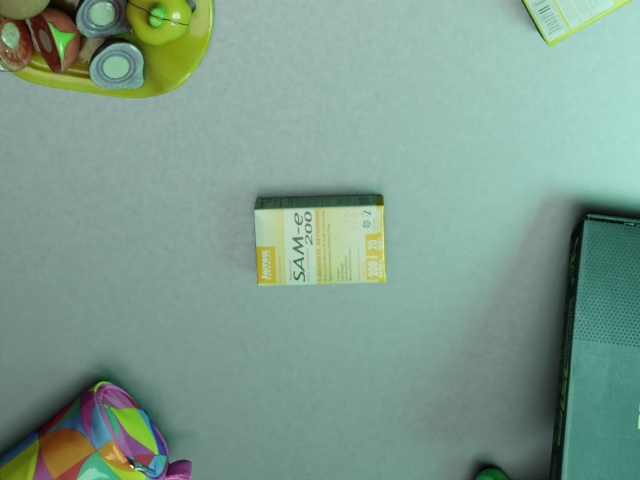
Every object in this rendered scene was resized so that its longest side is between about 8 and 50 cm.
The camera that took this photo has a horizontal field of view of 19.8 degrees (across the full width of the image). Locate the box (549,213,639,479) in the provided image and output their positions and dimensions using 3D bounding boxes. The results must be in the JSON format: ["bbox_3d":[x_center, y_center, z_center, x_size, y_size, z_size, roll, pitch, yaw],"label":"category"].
[{"bbox_3d":[0.268,0.107,1.349,0.183,0.059,0.232,8,74,-1],"label":"box"}]

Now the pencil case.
[{"bbox_3d":[-0.221,0.211,1.418,0.236,0.104,0.104,-35,103,11],"label":"pencil case"}]

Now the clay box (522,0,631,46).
[{"bbox_3d":[0.227,-0.249,1.302,0.222,0.053,0.127,-29,104,7],"label":"clay box"}]

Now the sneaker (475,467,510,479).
[{"bbox_3d":[0.238,0.240,1.388,0.296,0.109,0.123,9,96,19],"label":"sneaker"}]

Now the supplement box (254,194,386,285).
[{"bbox_3d":[0.000,0.000,1.385,0.098,0.036,0.062,-2,106,1],"label":"supplement box"}]

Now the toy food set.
[{"bbox_3d":[-0.187,-0.165,1.319,0.218,0.071,0.128,7,106,-2],"label":"toy food set"}]
